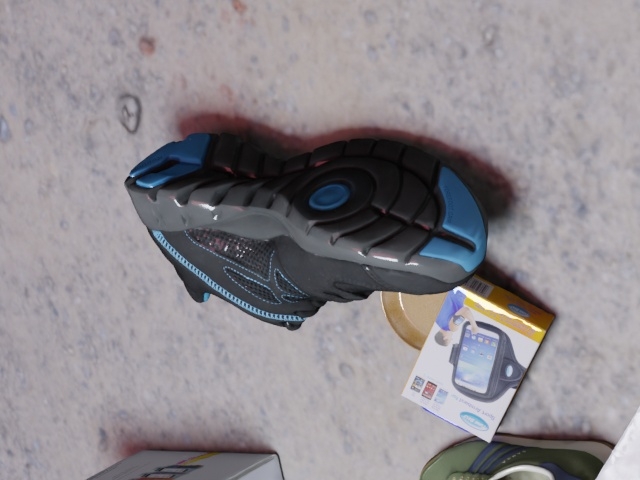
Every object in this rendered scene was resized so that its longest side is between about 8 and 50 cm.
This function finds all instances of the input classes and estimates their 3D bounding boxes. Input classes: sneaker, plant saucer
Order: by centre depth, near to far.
[{"bbox_3d":[0.136,0.193,1.448,0.192,0.086,0.064,-10,100,42],"label":"sneaker"},{"bbox_3d":[0.085,0.049,1.484,0.083,0.015,0.083,17,118,35],"label":"plant saucer"},{"bbox_3d":[0.000,0.000,1.488,0.341,0.125,0.139,12,133,42],"label":"sneaker"}]

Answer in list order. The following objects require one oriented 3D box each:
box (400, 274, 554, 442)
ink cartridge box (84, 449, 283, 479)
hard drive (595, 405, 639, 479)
[{"bbox_3d":[0.118,0.096,1.453,0.081,0.028,0.136,28,123,9],"label":"box"},{"bbox_3d":[-0.125,0.267,1.673,0.176,0.127,0.128,-3,104,41],"label":"ink cartridge box"},{"bbox_3d":[0.344,0.232,1.272,0.339,0.064,0.237,38,115,24],"label":"hard drive"}]
